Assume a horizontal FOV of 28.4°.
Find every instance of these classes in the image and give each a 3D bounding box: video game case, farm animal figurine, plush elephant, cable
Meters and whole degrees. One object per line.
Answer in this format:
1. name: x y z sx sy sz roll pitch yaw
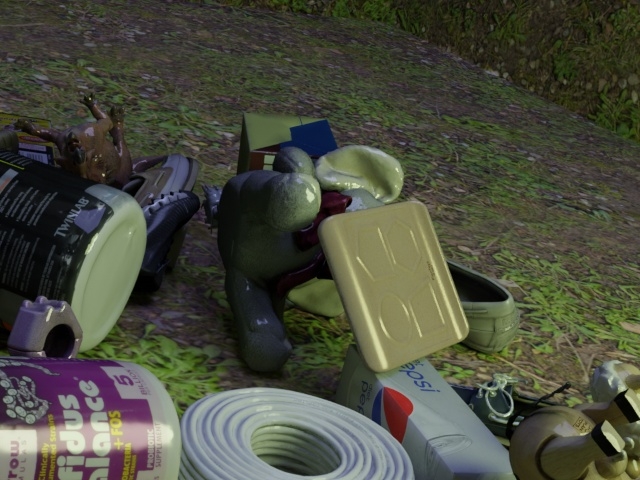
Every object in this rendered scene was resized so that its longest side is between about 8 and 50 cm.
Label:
1. video game case: -0.574 -0.164 2.062 0.275 0.035 0.248 7 22 -18
2. farm animal figurine: 0.277 0.299 1.233 0.330 0.172 0.326 -11 74 -50
3. plush elephant: 0.000 0.000 1.690 0.256 0.271 0.330 1 20 -21
4. cable: -0.032 0.242 1.296 0.257 0.089 0.257 5 22 -25

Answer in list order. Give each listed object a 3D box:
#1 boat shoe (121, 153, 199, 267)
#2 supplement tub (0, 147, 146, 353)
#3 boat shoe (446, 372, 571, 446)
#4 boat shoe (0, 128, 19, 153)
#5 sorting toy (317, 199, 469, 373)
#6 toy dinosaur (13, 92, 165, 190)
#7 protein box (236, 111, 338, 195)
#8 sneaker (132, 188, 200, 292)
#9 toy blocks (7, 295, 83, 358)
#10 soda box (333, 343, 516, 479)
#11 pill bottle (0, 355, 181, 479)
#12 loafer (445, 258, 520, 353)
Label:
1. boat shoe: -0.251 -0.064 1.915 0.103 0.113 0.302 17 20 -10
2. supplement tub: -0.401 -0.010 1.529 0.338 0.207 0.207 20 21 12
3. boat shoe: 0.232 0.213 1.574 0.255 0.079 0.095 20 21 14
4. boat shoe: -0.532 -0.098 1.801 0.116 0.123 0.324 15 18 8
5. sorting toy: 0.088 0.053 1.541 0.038 0.193 0.208 -23 -6 38
6. toy dinosaur: -0.344 -0.110 1.953 0.296 0.127 0.200 25 34 -58
7. protein box: -0.056 -0.066 1.909 0.136 0.201 0.200 5 21 -8
8. sneaker: -0.237 0.017 1.709 0.234 0.078 0.106 -35 83 -39
9. toy blocks: -0.430 0.033 1.234 0.309 0.260 0.289 10 15 30
10. soda box: 0.116 0.224 1.446 0.098 0.091 0.286 5 22 -25
11. pill bottle: -0.282 0.184 1.094 0.302 0.169 0.169 7 19 -47
12. loafer: 0.150 0.054 1.860 0.319 0.111 0.112 24 51 25
